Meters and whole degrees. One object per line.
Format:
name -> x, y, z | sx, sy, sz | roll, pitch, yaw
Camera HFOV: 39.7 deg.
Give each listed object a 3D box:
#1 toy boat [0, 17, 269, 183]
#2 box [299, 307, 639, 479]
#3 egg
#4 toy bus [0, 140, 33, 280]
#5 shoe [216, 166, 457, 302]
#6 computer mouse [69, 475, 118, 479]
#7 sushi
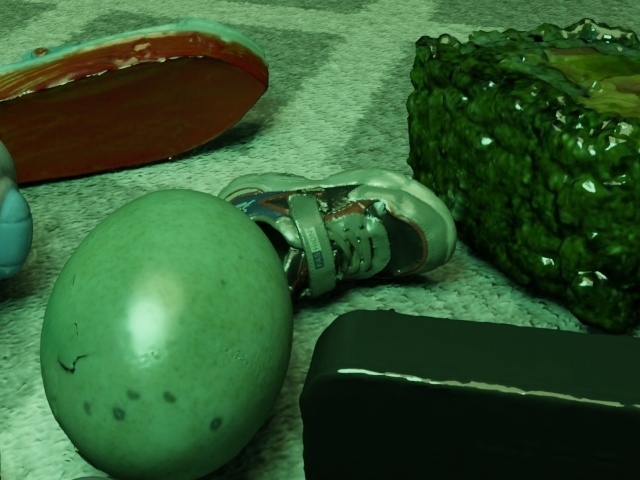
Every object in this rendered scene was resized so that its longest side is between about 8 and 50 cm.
toy boat -> -0.214, -0.170, 0.993 | 0.331, 0.145, 0.133 | -14, 42, -14
box -> 0.165, 0.145, 0.442 | 0.350, 0.211, 0.058 | 6, 35, 10
egg -> -0.103, 0.061, 0.614 | 0.169, 0.169, 0.236 | 1, 31, 2
toy bus -> -0.363, -0.013, 0.706 | 0.231, 0.197, 0.294 | 17, 23, 8
shoe -> 0.000, 0.001, 0.764 | 0.227, 0.099, 0.125 | 3, 25, 15
computer mouse -> -0.060, 0.201, 0.457 | 0.232, 0.120, 0.057 | 14, -1, 20
sushi -> 0.258, -0.089, 0.832 | 0.294, 0.178, 0.352 | -12, 31, -22
